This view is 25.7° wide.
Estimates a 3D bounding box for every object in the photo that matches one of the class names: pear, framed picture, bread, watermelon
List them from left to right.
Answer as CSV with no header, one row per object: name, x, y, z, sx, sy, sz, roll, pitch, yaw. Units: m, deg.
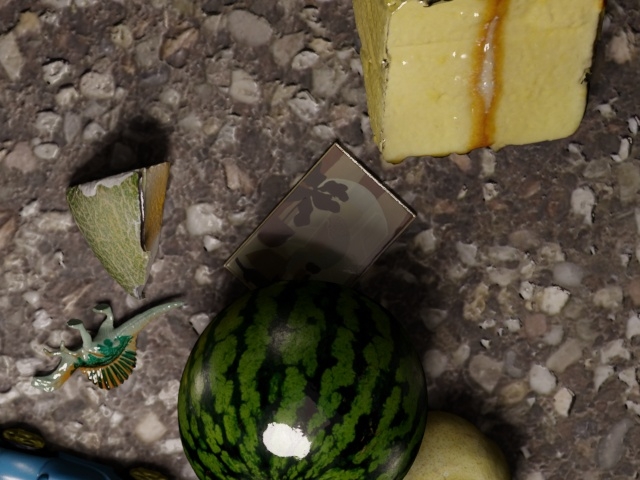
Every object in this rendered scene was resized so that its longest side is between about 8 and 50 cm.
watermelon,-0.022,0.183,1.575,0.285,0.285,0.285,-1,100,-6
framed picture,0.000,0.000,1.684,0.136,0.010,0.201,42,94,-10
pear,0.150,0.291,1.688,0.167,0.136,0.167,-1,104,-6
bread,0.186,-0.202,1.584,0.263,0.198,0.236,-9,107,-6

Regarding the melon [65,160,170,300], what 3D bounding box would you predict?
melon,-0.235,-0.029,1.628,0.139,0.093,0.202,22,129,17

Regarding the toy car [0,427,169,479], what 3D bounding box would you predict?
toy car,-0.311,0.348,1.637,0.314,0.166,0.198,20,94,-8

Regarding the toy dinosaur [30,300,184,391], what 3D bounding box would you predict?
toy dinosaur,-0.253,0.131,1.669,0.187,0.044,0.106,-9,114,-17
